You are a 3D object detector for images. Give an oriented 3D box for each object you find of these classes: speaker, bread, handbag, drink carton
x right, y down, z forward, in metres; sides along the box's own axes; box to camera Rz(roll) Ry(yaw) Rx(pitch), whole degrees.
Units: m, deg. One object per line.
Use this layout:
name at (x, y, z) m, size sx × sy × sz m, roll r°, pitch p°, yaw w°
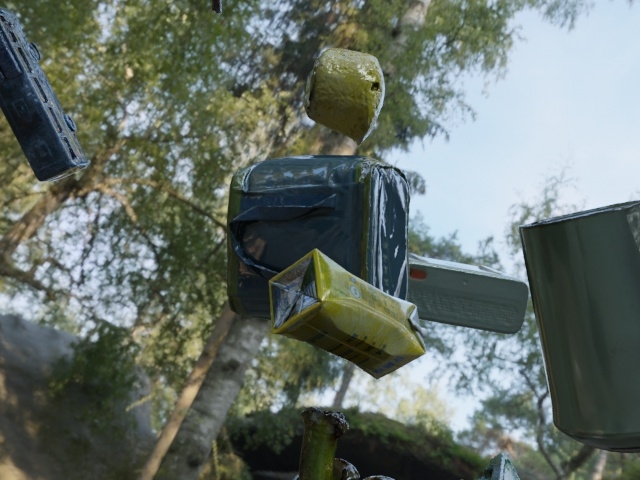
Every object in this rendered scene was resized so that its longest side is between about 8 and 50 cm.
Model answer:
speaker at (0.356, 0.147, 1.904) m, size 0.406 × 0.183 × 0.184 m, roll 10°, pitch 1°, yaw -12°
bread at (0.053, -0.318, 1.513) m, size 0.171 × 0.197 × 0.197 m, roll 14°, pitch -33°, yaw -7°
handbag at (0.000, 0.000, 1.066) m, size 0.241 × 0.263 × 0.222 m, roll 3°, pitch 0°, yaw 25°
drink carton at (0.044, 0.084, 0.669) m, size 0.200 × 0.074 × 0.084 m, roll 30°, pitch -54°, yaw -35°

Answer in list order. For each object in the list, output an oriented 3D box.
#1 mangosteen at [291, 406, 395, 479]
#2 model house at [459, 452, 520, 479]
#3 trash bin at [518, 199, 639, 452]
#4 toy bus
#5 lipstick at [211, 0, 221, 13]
mangosteen at (0.010, 0.310, 0.673) m, size 0.231 × 0.289 × 0.231 m, roll -9°, pitch -17°, yaw -3°
model house at (0.336, 0.646, 1.537) m, size 0.249 × 0.280 × 0.230 m, roll -25°, pitch -95°, yaw 17°
trash bin at (0.522, 0.157, 1.233) m, size 0.280 × 0.280 × 0.432 m, roll -14°, pitch -90°, yaw 43°
toy bus at (-0.280, -0.137, 0.658) m, size 0.047 × 0.065 × 0.165 m, roll -25°, pitch -81°, yaw 0°
lipstick at (-0.192, -0.509, 1.273) m, size 0.027 × 0.027 × 0.176 m, roll 5°, pitch -79°, yaw 27°
